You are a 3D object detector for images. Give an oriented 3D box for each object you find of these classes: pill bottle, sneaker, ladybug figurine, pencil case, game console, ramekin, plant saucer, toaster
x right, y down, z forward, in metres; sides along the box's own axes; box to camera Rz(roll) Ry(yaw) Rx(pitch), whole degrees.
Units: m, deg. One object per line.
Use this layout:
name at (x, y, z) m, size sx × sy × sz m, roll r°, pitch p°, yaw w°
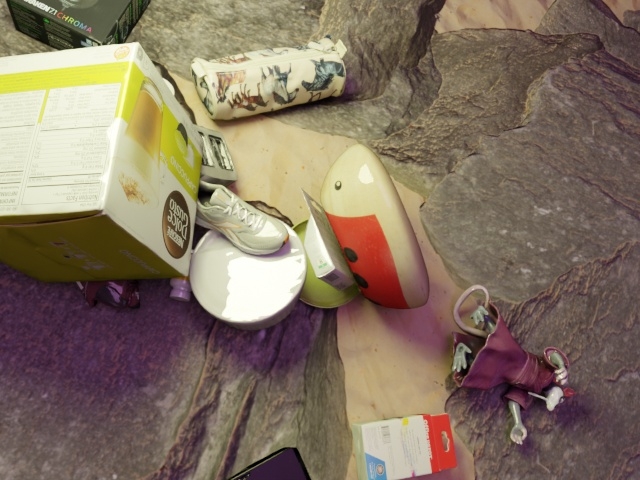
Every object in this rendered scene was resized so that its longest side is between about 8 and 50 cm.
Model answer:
pill bottle at (-0.320, 0.083, 1.335) m, size 0.065 × 0.065 × 0.116 m, roll 14°, pitch 70°, yaw -12°
sneaker at (-0.193, -0.056, 1.250) m, size 0.262 × 0.121 × 0.099 m, roll 21°, pitch 64°, yaw 14°
ladybug figurine at (0.125, -0.006, 1.325) m, size 0.161 × 0.305 × 0.449 m, roll -25°, pitch 116°, yaw 1°
pencil case at (-0.135, -0.431, 1.482) m, size 0.410 × 0.184 × 0.160 m, roll -16°, pitch 62°, yaw -20°
game console at (-0.075, 0.664, 1.243) m, size 0.213 × 0.044 × 0.361 m, roll -23°, pitch 82°, yaw -21°
ramekin at (-0.161, 0.084, 1.313) m, size 0.272 × 0.127 × 0.273 m, roll -1°, pitch 62°, yaw 2°
plant saucer at (0.006, 0.058, 1.454) m, size 0.240 × 0.037 × 0.241 m, roll 5°, pitch 73°, yaw -16°
toaster at (-0.304, -0.191, 1.362) m, size 0.168 × 0.110 × 0.186 m, roll 1°, pitch 66°, yaw -64°
sneaker at (-0.421, 0.067, 1.302) m, size 0.281 × 0.106 × 0.163 m, roll -25°, pitch 89°, yaw -13°

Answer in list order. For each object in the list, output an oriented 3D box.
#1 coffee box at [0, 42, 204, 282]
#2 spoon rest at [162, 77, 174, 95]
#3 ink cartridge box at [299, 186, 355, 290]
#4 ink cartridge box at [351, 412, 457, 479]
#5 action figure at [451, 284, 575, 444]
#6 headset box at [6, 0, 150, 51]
coffee box at (-0.454, -0.124, 1.087) m, size 0.338 × 0.338 × 0.335 m, roll -2°, pitch 68°, yaw 10°
spoon rest at (-0.437, -0.317, 1.384) m, size 0.137 × 0.084 × 0.277 m, roll 4°, pitch 57°, yaw -10°
ink cartridge box at (0.000, 0.000, 1.361) m, size 0.056 × 0.181 × 0.225 m, roll -29°, pitch 68°, yaw 10°
ink cartridge box at (0.201, 0.495, 1.356) m, size 0.230 × 0.078 × 0.134 m, roll -2°, pitch 75°, yaw -17°
action figure at (0.501, 0.334, 1.475) m, size 0.370 × 0.248 × 0.276 m, roll 29°, pitch 25°, yaw -20°
headset box at (-0.597, -0.620, 1.431) m, size 0.246 × 0.131 × 0.283 m, roll 26°, pitch 68°, yaw -8°
